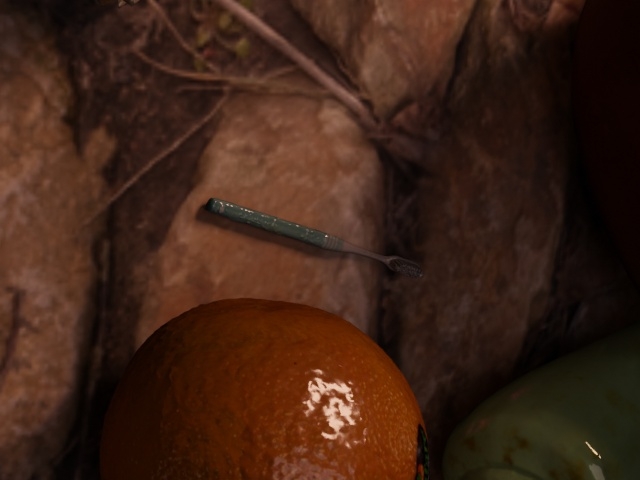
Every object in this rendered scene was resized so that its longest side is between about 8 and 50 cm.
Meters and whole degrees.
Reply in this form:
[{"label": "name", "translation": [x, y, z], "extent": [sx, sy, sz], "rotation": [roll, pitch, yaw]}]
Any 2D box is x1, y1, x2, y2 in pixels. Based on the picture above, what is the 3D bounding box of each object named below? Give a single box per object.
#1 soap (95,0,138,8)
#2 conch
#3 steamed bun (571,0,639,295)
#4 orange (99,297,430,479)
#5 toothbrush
[{"label": "soap", "translation": [-0.058, -0.273, 0.700], "extent": [0.274, 0.089, 0.173], "rotation": [-44, 115, -13]}, {"label": "conch", "translation": [0.199, 0.149, 0.936], "extent": [0.251, 0.137, 0.143], "rotation": [-20, 84, -43]}, {"label": "steamed bun", "translation": [0.319, -0.056, 0.864], "extent": [0.235, 0.248, 0.379], "rotation": [-31, 99, -24]}, {"label": "orange", "translation": [-0.031, 0.134, 0.749], "extent": [0.206, 0.206, 0.206], "rotation": [-7, 105, -27]}, {"label": "toothbrush", "translation": [0.000, 0.000, 0.838], "extent": [0.167, 0.014, 0.011], "rotation": [18, 102, -30]}]
